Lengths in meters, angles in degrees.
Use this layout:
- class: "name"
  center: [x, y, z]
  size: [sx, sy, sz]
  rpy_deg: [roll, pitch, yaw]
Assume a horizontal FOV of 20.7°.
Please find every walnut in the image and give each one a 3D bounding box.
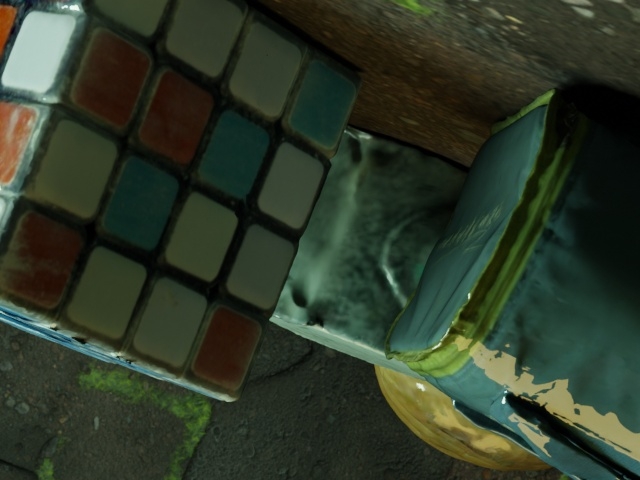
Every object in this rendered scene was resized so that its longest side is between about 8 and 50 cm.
- class: "walnut"
  center: [0.174, 0.132, 1.841]
  size: [0.261, 0.225, 0.225]
  rpy_deg: [27, 172, -5]

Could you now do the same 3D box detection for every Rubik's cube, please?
- class: "Rubik's cube"
  center: [-0.172, -0.063, 1.210]
  size: [0.256, 0.253, 0.259]
  rpy_deg: [14, 168, 43]

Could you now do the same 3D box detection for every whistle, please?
- class: "whistle"
  center: [-0.018, -0.010, 1.488]
  size: [0.404, 0.168, 0.188]
  rpy_deg: [20, 173, 9]

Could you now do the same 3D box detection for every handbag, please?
- class: "handbag"
  center: [0.192, 0.049, 1.126]
  size: [0.241, 0.222, 0.263]
  rpy_deg: [26, 175, -2]
